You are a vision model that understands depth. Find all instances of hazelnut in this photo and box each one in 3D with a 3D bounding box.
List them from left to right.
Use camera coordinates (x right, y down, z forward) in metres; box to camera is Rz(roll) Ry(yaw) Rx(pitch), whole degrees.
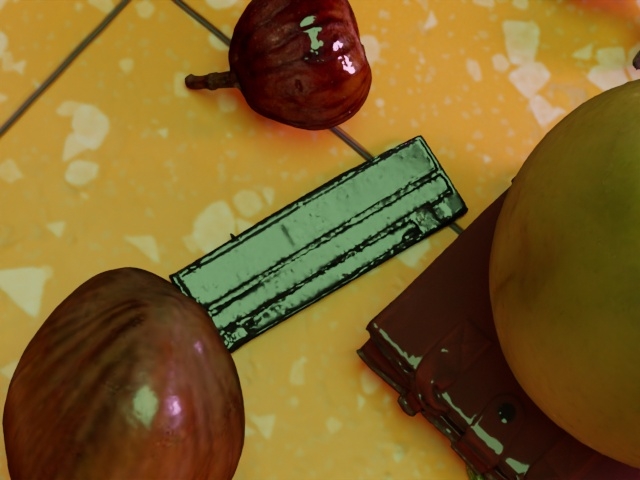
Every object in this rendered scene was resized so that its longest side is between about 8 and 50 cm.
[{"bbox_3d":[-0.135,0.132,1.400,0.210,0.210,0.186,-51,125,-19],"label":"hazelnut"}]

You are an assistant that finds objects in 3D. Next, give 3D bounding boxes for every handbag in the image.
[{"bbox_3d":[0.204,0.083,1.521,0.275,0.084,0.260,-42,85,-22],"label":"handbag"}]

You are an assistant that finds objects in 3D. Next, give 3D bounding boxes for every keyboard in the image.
[{"bbox_3d":[0.000,0.000,1.555,0.250,0.017,0.087,-31,81,-16],"label":"keyboard"}]

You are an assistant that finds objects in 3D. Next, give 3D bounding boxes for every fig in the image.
[{"bbox_3d":[-0.027,-0.159,1.549,0.150,0.128,0.128,19,71,3],"label":"fig"}]

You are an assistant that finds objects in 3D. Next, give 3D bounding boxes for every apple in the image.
[{"bbox_3d":[0.259,0.042,1.363,0.295,0.258,0.233,36,68,1],"label":"apple"}]

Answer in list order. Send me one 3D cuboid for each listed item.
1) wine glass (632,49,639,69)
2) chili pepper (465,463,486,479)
[{"bbox_3d":[0.243,-0.268,1.633,0.103,0.103,0.231,-31,76,-16],"label":"wine glass"},{"bbox_3d":[0.137,0.195,1.515,0.030,0.017,0.083,-29,81,-25],"label":"chili pepper"}]
